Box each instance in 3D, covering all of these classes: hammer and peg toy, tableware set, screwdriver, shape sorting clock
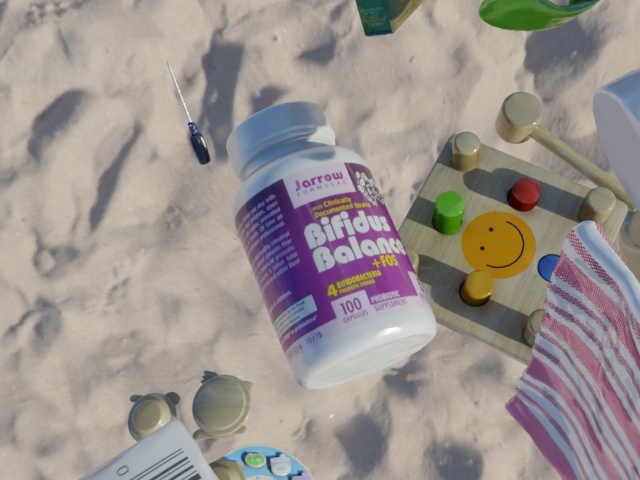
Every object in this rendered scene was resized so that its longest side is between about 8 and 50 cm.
[{"bbox_3d":[0.261,-0.033,1.162,0.266,0.127,0.361,26,71,15],"label":"hammer and peg toy"},{"bbox_3d":[-0.137,0.215,0.908,0.141,0.020,0.168,-6,64,12],"label":"tableware set"},{"bbox_3d":[-0.206,-0.194,1.370,0.024,0.025,0.169,-11,118,19],"label":"screwdriver"},{"bbox_3d":[-0.087,0.405,1.327,0.206,0.040,0.206,14,58,-24],"label":"shape sorting clock"}]

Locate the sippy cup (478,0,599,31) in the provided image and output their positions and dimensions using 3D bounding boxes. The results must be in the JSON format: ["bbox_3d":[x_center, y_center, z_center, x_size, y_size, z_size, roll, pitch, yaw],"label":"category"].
[{"bbox_3d":[0.167,-0.365,0.829,0.224,0.240,0.305,1,43,-29],"label":"sippy cup"}]

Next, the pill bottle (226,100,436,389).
[{"bbox_3d":[0.000,0.000,1.008,0.169,0.169,0.301,-24,72,3],"label":"pill bottle"}]

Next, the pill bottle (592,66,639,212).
[{"bbox_3d":[0.406,-0.136,0.721,0.334,0.188,0.188,-27,80,5],"label":"pill bottle"}]

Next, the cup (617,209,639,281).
[{"bbox_3d":[0.584,0.035,1.346,0.331,0.331,0.237,-45,113,0],"label":"cup"}]

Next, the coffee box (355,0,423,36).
[{"bbox_3d":[0.064,-0.330,0.974,0.040,0.113,0.184,2,126,33],"label":"coffee box"}]

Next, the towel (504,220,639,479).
[{"bbox_3d":[0.146,0.100,0.451,0.029,0.197,0.144,-18,57,-9],"label":"towel"}]

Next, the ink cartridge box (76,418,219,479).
[{"bbox_3d":[-0.095,0.342,0.693,0.091,0.385,0.308,-29,74,-31],"label":"ink cartridge box"}]
